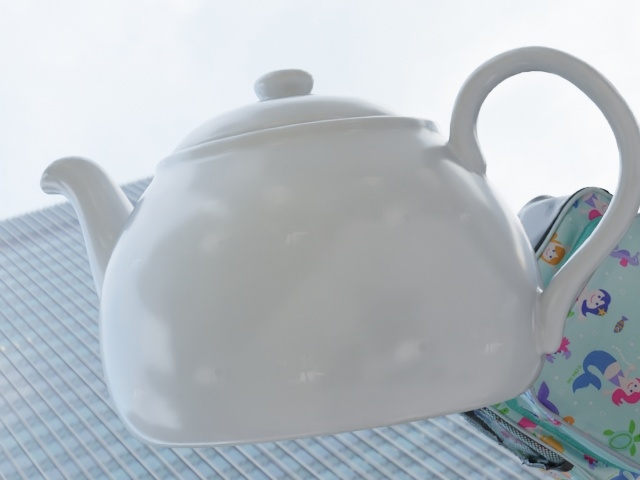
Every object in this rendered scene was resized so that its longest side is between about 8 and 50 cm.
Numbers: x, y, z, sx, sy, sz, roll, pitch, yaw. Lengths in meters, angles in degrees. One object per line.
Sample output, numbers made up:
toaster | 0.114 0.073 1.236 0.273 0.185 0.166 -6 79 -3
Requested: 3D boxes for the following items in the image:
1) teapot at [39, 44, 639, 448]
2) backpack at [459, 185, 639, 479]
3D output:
teapot | 0.000 0.000 0.591 0.255 0.252 0.187 -6 -94 -22
backpack | 0.246 0.100 0.918 0.253 0.191 0.225 39 -101 -16
